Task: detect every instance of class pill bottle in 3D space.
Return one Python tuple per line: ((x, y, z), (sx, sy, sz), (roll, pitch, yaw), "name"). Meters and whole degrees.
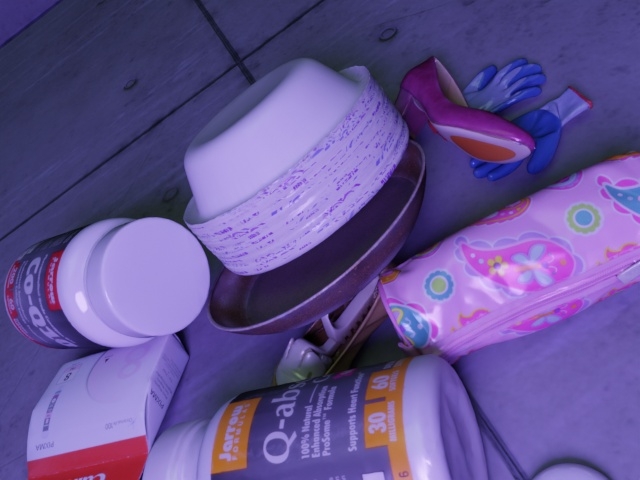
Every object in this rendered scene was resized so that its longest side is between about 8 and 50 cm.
((-0.278, 0.058, 0.802), (0.283, 0.161, 0.161), (-11, 49, 46), "pill bottle")
((-0.006, 0.205, 0.552), (0.279, 0.162, 0.162), (-17, 49, 21), "pill bottle")

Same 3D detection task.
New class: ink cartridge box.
((-0.275, 0.223, 0.744), (0.189, 0.066, 0.232), (-18, 26, 20), "ink cartridge box")

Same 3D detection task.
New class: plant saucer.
((0.000, 0.000, 0.730), (0.311, 0.050, 0.310), (-33, 23, 16), "plant saucer")

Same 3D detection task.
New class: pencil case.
((0.199, 0.025, 0.589), (0.284, 0.124, 0.124), (-26, 46, 12), "pencil case")

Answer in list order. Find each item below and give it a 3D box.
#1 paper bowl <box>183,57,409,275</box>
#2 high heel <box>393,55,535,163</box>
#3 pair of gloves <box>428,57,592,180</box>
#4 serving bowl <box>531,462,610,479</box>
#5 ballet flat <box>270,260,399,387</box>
((-0.048, -0.105, 0.752), (0.284, 0.148, 0.284), (-33, 23, 16), "paper bowl")
((0.178, -0.166, 0.753), (0.117, 0.082, 0.244), (-58, 30, -1), "high heel")
((0.233, -0.151, 0.778), (0.159, 0.023, 0.198), (-36, 43, 6), "pair of gloves")
((0.201, 0.217, 0.501), (0.084, 0.027, 0.083), (-17, 48, 20), "serving bowl")
((0.004, 0.107, 0.685), (0.080, 0.073, 0.232), (27, 74, 44), "ballet flat")
